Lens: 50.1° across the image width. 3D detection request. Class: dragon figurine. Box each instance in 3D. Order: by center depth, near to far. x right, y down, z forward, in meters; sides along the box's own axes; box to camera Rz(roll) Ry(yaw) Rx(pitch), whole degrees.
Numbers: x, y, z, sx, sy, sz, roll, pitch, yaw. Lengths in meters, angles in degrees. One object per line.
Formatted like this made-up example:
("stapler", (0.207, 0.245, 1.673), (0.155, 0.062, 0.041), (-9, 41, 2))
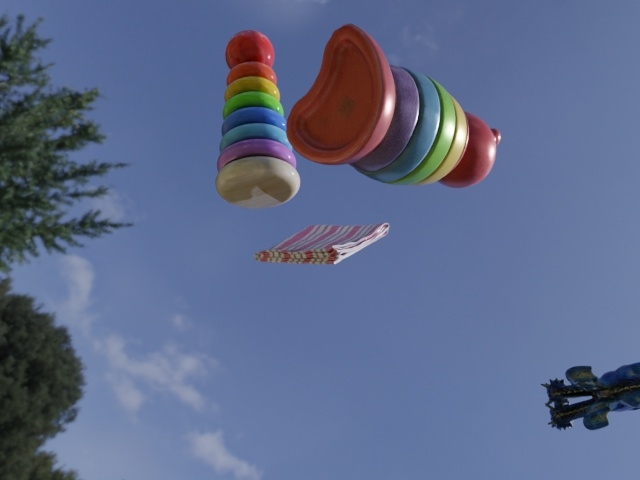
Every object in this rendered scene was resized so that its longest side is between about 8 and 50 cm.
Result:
("dragon figurine", (0.386, 0.203, 0.914), (0.289, 0.144, 0.085), (77, 0, -71))

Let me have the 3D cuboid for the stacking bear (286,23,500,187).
("stacking bear", (0.129, -0.148, 0.940), (0.175, 0.289, 0.164), (-59, -137, 22))

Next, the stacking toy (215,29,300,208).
("stacking toy", (-0.113, -0.228, 1.193), (0.141, 0.141, 0.330), (-37, -130, 51))

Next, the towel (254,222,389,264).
("towel", (0.000, 0.000, 1.152), (0.197, 0.144, 0.029), (0, -70, 44))
